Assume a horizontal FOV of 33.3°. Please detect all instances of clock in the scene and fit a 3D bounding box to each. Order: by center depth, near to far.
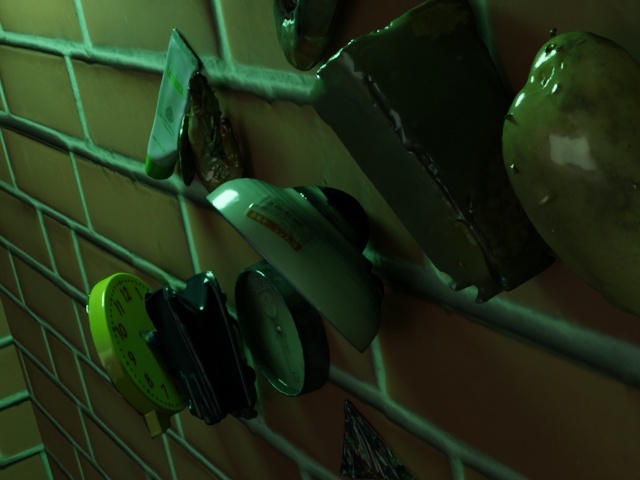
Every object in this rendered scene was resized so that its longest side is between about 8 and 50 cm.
[{"bbox_3d":[-0.062,0.134,1.616,0.215,0.042,0.215,40,141,43],"label":"clock"},{"bbox_3d":[-0.310,0.189,1.942,0.293,0.071,0.277,59,-164,-12],"label":"clock"}]

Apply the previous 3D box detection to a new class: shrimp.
[{"bbox_3d":[-0.015,-0.295,1.228,0.251,0.052,0.143,-47,60,59],"label":"shrimp"},{"bbox_3d":[-0.155,-0.145,1.582,0.133,0.053,0.236,48,151,43],"label":"shrimp"}]

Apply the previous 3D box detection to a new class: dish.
[{"bbox_3d":[0.000,0.000,1.324,0.273,0.134,0.273,46,178,2],"label":"dish"}]

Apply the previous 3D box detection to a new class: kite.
[{"bbox_3d":[0.072,0.314,1.528,0.232,0.009,0.189,-26,85,63],"label":"kite"}]

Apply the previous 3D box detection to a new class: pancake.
[{"bbox_3d":[-0.204,-0.140,1.654,0.115,0.011,0.115,-1,-90,-86],"label":"pancake"}]

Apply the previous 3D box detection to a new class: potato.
[{"bbox_3d":[0.224,-0.051,0.873,0.161,0.128,0.235,28,137,58],"label":"potato"}]

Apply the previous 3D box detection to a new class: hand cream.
[{"bbox_3d":[-0.236,-0.205,1.711,0.079,0.050,0.275,32,138,9],"label":"hand cream"}]

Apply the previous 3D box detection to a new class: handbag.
[{"bbox_3d":[-0.186,0.190,1.770,0.325,0.118,0.269,162,88,-76],"label":"handbag"}]

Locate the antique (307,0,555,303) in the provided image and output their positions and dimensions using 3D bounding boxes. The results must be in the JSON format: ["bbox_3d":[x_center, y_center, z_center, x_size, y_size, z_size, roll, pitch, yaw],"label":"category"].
[{"bbox_3d":[0.125,-0.080,1.049,0.284,0.150,0.125,60,157,0],"label":"antique"}]
